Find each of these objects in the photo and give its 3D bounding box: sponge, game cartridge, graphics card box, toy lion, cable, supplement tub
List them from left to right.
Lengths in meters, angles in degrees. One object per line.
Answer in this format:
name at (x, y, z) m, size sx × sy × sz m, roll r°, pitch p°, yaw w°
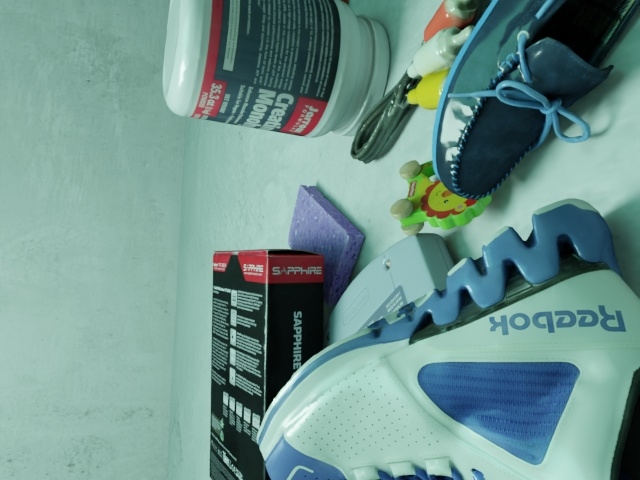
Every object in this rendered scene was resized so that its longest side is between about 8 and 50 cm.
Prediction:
graphics card box at (-0.087, 0.199, 0.717) m, size 0.232 × 0.094 × 0.372 m, roll -4°, pitch 84°, yaw 60°
supplement tub at (-0.064, -0.247, 0.667) m, size 0.191 × 0.272 × 0.191 m, roll -176°, pitch 90°, yaw -66°
sponge at (0.000, 0.000, 0.777) m, size 0.210 × 0.031 × 0.117 m, roll -129°, pitch 49°, yaw -56°
game cartridge at (0.074, 0.134, 0.564) m, size 0.294 × 0.060 × 0.196 m, roll -58°, pitch 40°, yaw 46°
cable at (0.094, -0.180, 0.550) m, size 0.287 × 0.072 × 0.140 m, roll 167°, pitch 112°, yaw -65°
toy lion at (0.121, -0.048, 0.482) m, size 0.096 × 0.034 × 0.100 m, roll -16°, pitch 39°, yaw 33°

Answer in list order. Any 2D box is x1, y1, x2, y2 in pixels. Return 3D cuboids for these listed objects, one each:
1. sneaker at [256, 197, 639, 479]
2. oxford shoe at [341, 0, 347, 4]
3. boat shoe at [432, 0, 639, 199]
sneaker at (0.103, 0.132, 0.331) m, size 0.315 × 0.127 × 0.182 m, roll -41°, pitch 51°, yaw 18°
oxford shoe at (-0.014, -0.471, 0.818) m, size 0.098 × 0.096 × 0.272 m, roll 159°, pitch 113°, yaw -70°
boat shoe at (0.161, -0.137, 0.354) m, size 0.089 × 0.108 × 0.259 m, roll -122°, pitch 40°, yaw -48°
